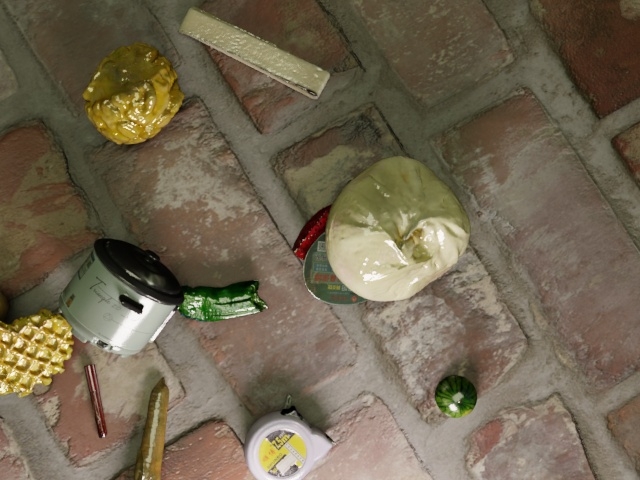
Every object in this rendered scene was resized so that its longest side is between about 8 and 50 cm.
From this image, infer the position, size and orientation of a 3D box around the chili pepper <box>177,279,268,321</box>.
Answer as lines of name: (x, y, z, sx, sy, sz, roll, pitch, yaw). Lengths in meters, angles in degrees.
chili pepper: (-0.240, 0.149, 1.729, 0.224, 0.061, 0.098, -2, 80, -6)

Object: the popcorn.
popcorn: (-0.444, -0.355, 1.705, 0.250, 0.190, 0.250, -1, 79, 7)

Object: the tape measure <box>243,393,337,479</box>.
tape measure: (-0.089, 0.491, 1.692, 0.196, 0.105, 0.178, -41, 96, -5)

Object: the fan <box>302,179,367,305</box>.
fan: (0.041, 0.028, 1.731, 0.223, 0.012, 0.295, -27, 102, -23)

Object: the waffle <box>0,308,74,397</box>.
waffle: (-0.681, 0.246, 1.611, 0.253, 0.056, 0.249, -30, 132, -30)

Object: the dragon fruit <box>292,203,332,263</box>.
dragon fruit: (0.000, 0.000, 1.757, 0.106, 0.083, 0.162, 42, 70, -19)

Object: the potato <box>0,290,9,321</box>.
potato: (-0.786, 0.159, 1.640, 0.117, 0.202, 0.182, -11, 77, -37)

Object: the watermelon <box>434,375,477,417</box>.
watermelon: (0.338, 0.387, 1.748, 0.105, 0.062, 0.106, 0, 82, 0)

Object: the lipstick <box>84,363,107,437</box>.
lipstick: (-0.539, 0.387, 1.703, 0.027, 0.027, 0.177, -12, 87, -5)

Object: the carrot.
carrot: (-0.404, 0.499, 1.685, 0.070, 0.070, 0.343, 5, 82, -4)

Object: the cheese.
cheese: (-0.168, -0.481, 1.809, 0.400, 0.034, 0.085, 25, 79, -2)

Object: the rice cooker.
rice cooker: (-0.447, 0.119, 1.619, 0.241, 0.280, 0.227, 35, 97, -22)

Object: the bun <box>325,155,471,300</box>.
bun: (0.190, -0.025, 1.671, 0.360, 0.213, 0.361, -1, 91, -21)
